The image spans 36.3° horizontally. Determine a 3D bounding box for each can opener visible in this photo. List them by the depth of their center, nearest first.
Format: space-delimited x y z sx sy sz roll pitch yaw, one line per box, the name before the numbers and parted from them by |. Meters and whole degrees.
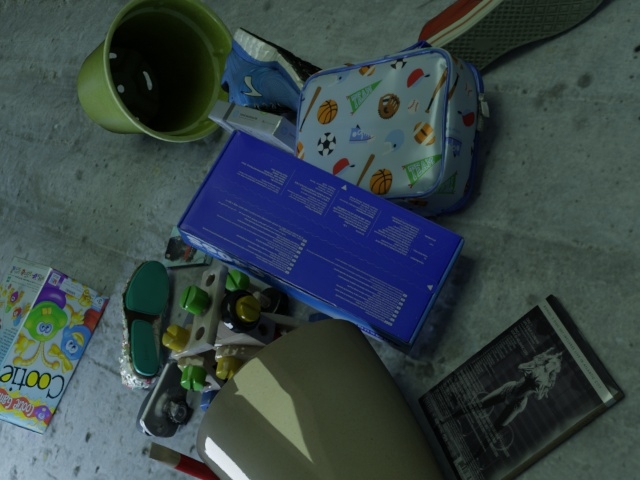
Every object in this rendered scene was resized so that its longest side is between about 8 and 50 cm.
can opener | -0.217 0.177 1.551 0.095 0.076 0.283 8 69 44

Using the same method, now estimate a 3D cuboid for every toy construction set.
toy construction set | -0.154 0.174 1.373 0.257 0.237 0.308 12 74 46

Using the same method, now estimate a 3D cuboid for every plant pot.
plant pot | 0.032 0.279 1.158 0.256 0.256 0.274 -48 58 8
plant pot | -0.333 -0.307 1.861 0.254 0.276 0.276 -6 60 54

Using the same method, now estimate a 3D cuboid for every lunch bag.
lunch bag | 0.099 -0.157 1.416 0.303 0.115 0.243 -2 78 41

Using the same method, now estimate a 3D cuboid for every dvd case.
dvd case | 0.233 0.189 1.172 0.221 0.018 0.164 -42 42 15
dvd case | -0.227 0.007 1.716 0.119 0.013 0.087 -5 61 40

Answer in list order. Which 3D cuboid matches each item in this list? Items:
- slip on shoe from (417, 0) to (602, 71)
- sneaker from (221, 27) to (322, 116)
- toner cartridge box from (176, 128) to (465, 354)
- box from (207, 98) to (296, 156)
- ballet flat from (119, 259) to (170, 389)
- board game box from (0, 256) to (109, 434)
slip on shoe | 0.271 -0.337 1.409 0.331 0.123 0.101 -27 45 34
sneaker | -0.073 -0.250 1.681 0.330 0.130 0.147 41 109 51
toner cartridge box | 0.000 0.000 1.310 0.348 0.075 0.165 27 76 10
box | -0.078 -0.168 1.593 0.186 0.145 0.038 23 83 48
ballet flat | -0.308 0.145 1.656 0.077 0.091 0.241 -46 33 44
board game box | -0.533 0.190 1.783 0.144 0.142 0.275 11 72 46
